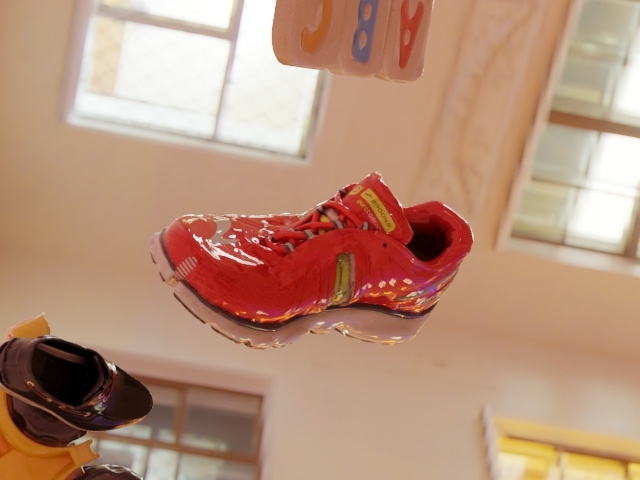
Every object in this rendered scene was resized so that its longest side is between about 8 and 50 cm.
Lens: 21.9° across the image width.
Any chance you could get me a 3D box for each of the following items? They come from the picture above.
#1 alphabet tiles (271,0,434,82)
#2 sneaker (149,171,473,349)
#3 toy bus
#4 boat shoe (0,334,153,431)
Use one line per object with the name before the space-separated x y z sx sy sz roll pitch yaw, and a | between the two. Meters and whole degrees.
alphabet tiles | 0.041 -0.215 0.783 0.284 0.021 0.278 -5 106 -66
sneaker | 0.000 0.000 1.147 0.118 0.279 0.107 -51 -122 28
toy bus | -0.237 0.188 1.190 0.220 0.211 0.149 66 -14 1
boat shoe | -0.158 0.097 1.103 0.042 0.133 0.049 -7 -114 39
